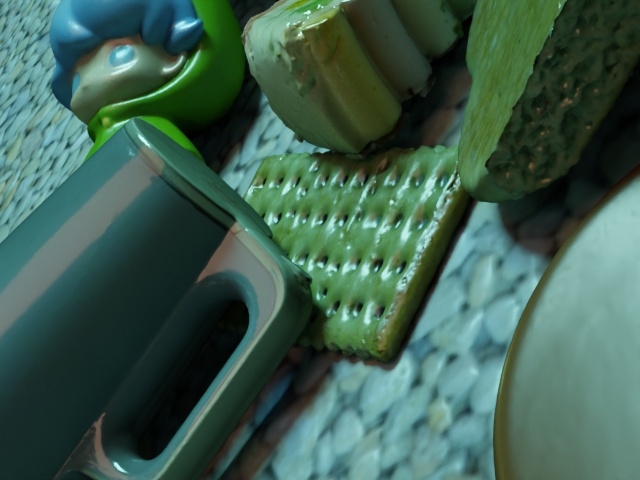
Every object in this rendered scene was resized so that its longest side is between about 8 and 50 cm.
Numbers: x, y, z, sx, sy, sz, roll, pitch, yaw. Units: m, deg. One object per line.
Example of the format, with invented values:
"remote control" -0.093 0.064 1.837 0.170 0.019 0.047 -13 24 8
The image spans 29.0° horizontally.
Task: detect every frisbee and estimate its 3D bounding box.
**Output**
"frisbee" 0.163 0.039 0.470 0.251 0.021 0.251 -35 36 30

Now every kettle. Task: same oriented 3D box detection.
"kettle" -0.131 0.065 0.742 0.243 0.160 0.210 -49 50 7

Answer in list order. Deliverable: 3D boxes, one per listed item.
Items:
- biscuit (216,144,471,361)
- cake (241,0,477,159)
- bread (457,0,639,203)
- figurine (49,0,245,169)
"biscuit" 0.000 0.000 0.750 0.231 0.016 0.139 4 64 57
"cake" 0.047 -0.164 0.771 0.225 0.090 0.109 -53 25 -11
"bread" 0.136 -0.162 0.601 0.207 0.056 0.286 -82 13 -51
"figurine" -0.136 -0.103 0.943 0.162 0.143 0.263 -26 56 43
